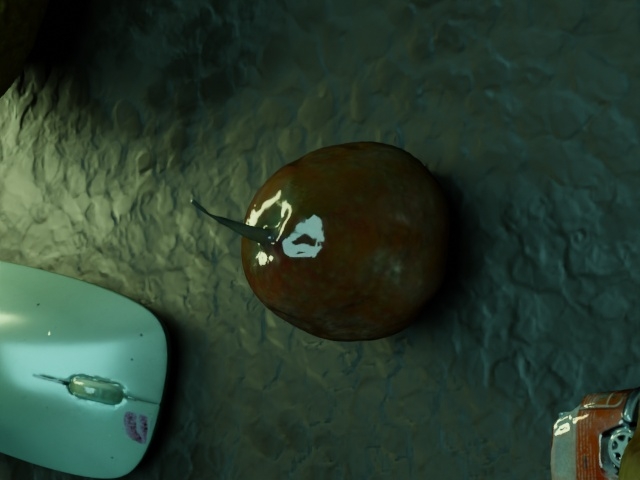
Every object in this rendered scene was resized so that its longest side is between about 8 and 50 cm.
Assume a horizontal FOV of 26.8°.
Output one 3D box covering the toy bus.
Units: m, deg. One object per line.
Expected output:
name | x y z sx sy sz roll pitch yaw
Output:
toy bus | 0.189 0.179 0.846 0.077 0.079 0.174 -10 78 42

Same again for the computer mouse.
computer mouse | -0.257 0.101 1.137 0.288 0.097 0.159 14 90 35

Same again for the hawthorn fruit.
hawthorn fruit | 0.007 0.011 0.932 0.149 0.189 0.149 22 127 34

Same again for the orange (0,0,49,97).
orange | -0.387 -0.259 1.134 0.322 0.322 0.357 -19 82 30

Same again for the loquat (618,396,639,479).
loquat | 0.257 0.122 0.727 0.213 0.213 0.213 -5 81 33
